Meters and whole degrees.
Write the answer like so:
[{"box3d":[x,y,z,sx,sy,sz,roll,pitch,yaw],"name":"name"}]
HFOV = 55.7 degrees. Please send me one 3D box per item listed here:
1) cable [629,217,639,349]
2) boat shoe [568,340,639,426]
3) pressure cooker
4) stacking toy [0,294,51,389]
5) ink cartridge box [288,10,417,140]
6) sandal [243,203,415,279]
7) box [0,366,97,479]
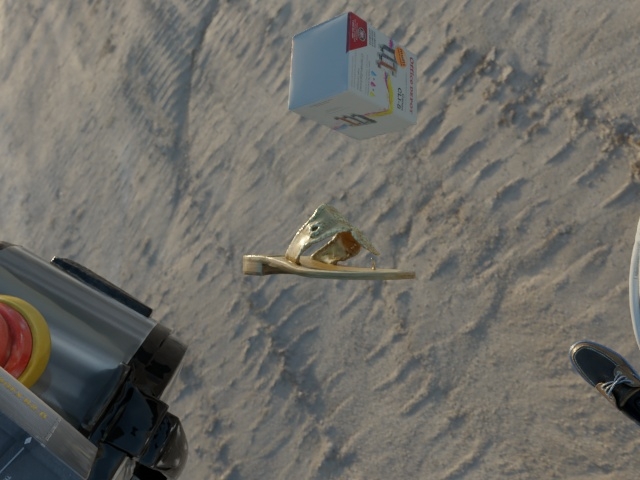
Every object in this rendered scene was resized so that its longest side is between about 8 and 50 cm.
[{"box3d":[0.343,0.017,0.412,0.089,0.257,0.257,-147,74,-75],"name":"cable"},{"box3d":[0.463,0.223,0.923,0.183,0.066,0.066,40,104,18],"name":"boat shoe"},{"box3d":[-0.392,0.246,0.889,0.375,0.420,0.370,-59,6,8],"name":"pressure cooker"},{"box3d":[-0.410,0.216,0.594,0.130,0.279,0.309,124,132,-75],"name":"stacking toy"},{"box3d":[0.056,-0.253,0.967,0.127,0.176,0.128,-8,76,42],"name":"ink cartridge box"},{"box3d":[-0.005,0.000,0.655,0.240,0.088,0.079,-1,89,47],"name":"sandal"},{"box3d":[-0.295,0.173,0.388,0.231,0.183,0.056,-48,12,-7],"name":"box"}]
